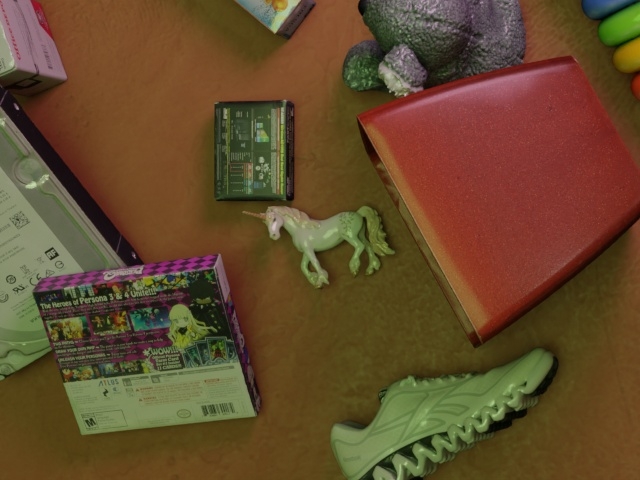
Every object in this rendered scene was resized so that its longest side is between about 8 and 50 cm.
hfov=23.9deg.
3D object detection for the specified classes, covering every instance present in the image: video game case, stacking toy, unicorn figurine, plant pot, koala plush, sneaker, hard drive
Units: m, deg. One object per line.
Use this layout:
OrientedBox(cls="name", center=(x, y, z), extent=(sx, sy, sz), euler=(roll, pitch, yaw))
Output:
OrientedBox(cls="video game case", center=(-0.206, 0.129, 1.818), extent=(0.232, 0.042, 0.210), euler=(-8, 116, 14))
OrientedBox(cls="stacking toy", center=(0.361, -0.239, 1.680), extent=(0.141, 0.141, 0.330), euler=(-23, 92, 14))
OrientedBox(cls="unicorn figurine", center=(0.000, 0.000, 1.806), extent=(0.162, 0.060, 0.111), euler=(-15, 86, -2))
OrientedBox(cls="plant pot", center=(0.209, -0.057, 1.656), extent=(0.236, 0.267, 0.267), euler=(-29, 84, 1))
OrientedBox(cls="koala plush", center=(0.122, -0.242, 1.682), extent=(0.203, 0.221, 0.196), euler=(20, 95, 13))
OrientedBox(cls="sneaker", center=(0.138, 0.196, 1.748), extent=(0.292, 0.110, 0.118), euler=(-34, 74, 12))
OrientedBox(cls="hard drive", center=(-0.397, -0.016, 1.824), extent=(0.237, 0.064, 0.339), euler=(-30, 111, 12))

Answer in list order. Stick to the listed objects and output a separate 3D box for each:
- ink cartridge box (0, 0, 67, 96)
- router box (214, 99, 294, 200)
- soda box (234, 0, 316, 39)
OrientedBox(cls="ink cartridge box", center=(-0.381, -0.242, 1.849), extent=(0.063, 0.150, 0.109), euler=(-21, 85, 14))
OrientedBox(cls="router box", center=(-0.080, -0.108, 1.830), extent=(0.092, 0.038, 0.122), euler=(1, 91, 15))
OrientedBox(cls="soda box", center=(-0.096, -0.321, 1.819), extent=(0.183, 0.063, 0.058), euler=(41, 100, 11))
